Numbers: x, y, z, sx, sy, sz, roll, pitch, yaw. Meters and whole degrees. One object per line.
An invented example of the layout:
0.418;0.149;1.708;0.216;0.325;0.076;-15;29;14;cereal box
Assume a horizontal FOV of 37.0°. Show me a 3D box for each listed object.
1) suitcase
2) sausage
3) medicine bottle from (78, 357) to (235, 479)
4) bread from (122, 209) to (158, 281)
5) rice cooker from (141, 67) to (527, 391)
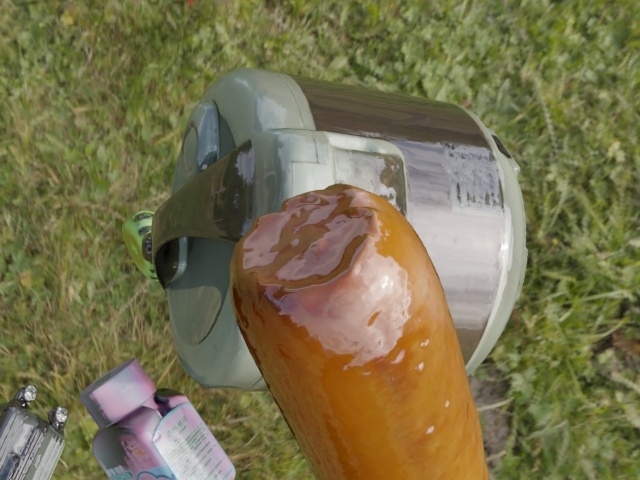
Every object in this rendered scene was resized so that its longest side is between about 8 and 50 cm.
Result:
-0.524;0.387;1.473;0.128;0.202;0.312;45;44;-31;suitcase
0.023;0.065;0.385;0.076;0.197;0.076;-12;38;10;sausage
-0.202;0.239;1.139;0.188;0.119;0.094;57;39;-6;medicine bottle
-0.290;0.004;1.643;0.071;0.139;0.130;-20;74;-21;bread
0.000;0.000;0.950;0.325;0.335;0.335;7;72;-24;rice cooker
